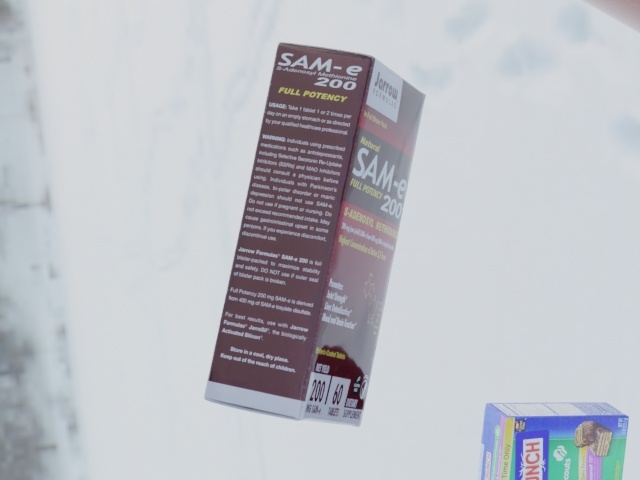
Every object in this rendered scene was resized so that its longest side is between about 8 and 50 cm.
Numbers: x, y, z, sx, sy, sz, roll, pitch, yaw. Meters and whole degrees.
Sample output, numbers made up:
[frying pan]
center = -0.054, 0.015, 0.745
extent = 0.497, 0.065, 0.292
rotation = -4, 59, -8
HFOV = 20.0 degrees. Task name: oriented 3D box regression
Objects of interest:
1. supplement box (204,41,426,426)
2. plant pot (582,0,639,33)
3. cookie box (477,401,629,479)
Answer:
[supplement box]
center = 0.000, 0.000, 1.216
extent = 0.130, 0.073, 0.239
rotation = 21, -100, -69
[plant pot]
center = 0.133, -0.190, 0.640
extent = 0.272, 0.265, 0.272
rotation = -38, 36, 35
[cookie box]
center = 0.177, 0.173, 1.389
extent = 0.040, 0.107, 0.092
rotation = -152, 65, -67
